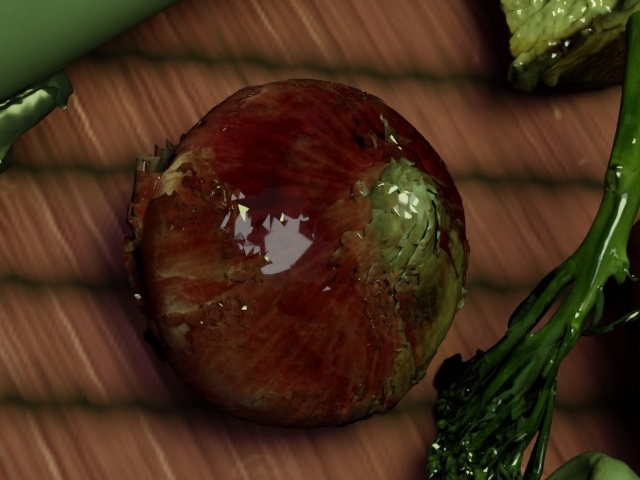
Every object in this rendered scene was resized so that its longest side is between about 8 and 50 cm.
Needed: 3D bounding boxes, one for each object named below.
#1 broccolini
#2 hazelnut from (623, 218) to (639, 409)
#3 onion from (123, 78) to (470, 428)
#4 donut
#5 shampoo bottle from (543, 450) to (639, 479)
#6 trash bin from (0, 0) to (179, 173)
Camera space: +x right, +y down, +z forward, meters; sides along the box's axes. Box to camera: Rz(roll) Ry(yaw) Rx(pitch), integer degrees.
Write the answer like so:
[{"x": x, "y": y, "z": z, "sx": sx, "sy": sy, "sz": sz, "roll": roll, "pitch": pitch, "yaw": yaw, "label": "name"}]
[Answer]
[{"x": 0.116, "y": 0.013, "z": 0.759, "sx": 0.062, "sy": 0.123, "sz": 0.271, "roll": 24, "pitch": 84, "yaw": -29, "label": "broccolini"}, {"x": 0.237, "y": 0.049, "z": 0.761, "sx": 0.208, "sy": 0.208, "sz": 0.208, "roll": 3, "pitch": 74, "yaw": -11, "label": "hazelnut"}, {"x": 0.000, "y": 0.000, "z": 0.738, "sx": 0.184, "sy": 0.147, "sz": 0.183, "roll": 8, "pitch": 72, "yaw": -25, "label": "onion"}, {"x": 0.181, "y": -0.158, "z": 0.842, "sx": 0.187, "sy": 0.144, "sz": 0.126, "roll": -25, "pitch": 73, "yaw": 14, "label": "donut"}, {"x": 0.187, "y": 0.216, "z": 0.738, "sx": 0.234, "sy": 0.087, "sz": 0.118, "roll": 39, "pitch": 99, "yaw": -5, "label": "shampoo bottle"}, {"x": -0.136, "y": -0.201, "z": 0.725, "sx": 0.263, "sy": 0.217, "sz": 0.277, "roll": -32, "pitch": 110, "yaw": -19, "label": "trash bin"}]
